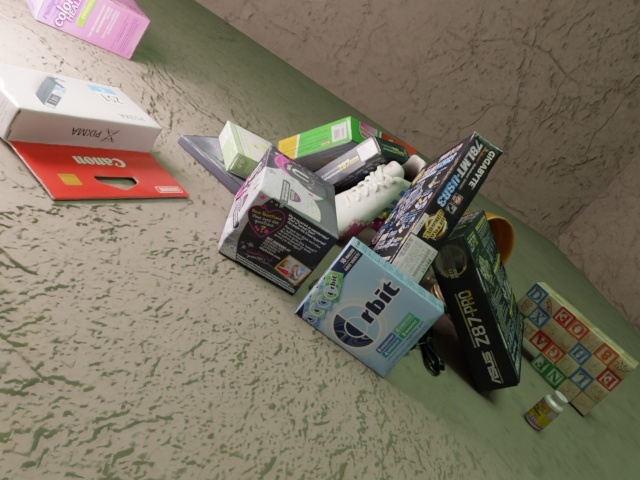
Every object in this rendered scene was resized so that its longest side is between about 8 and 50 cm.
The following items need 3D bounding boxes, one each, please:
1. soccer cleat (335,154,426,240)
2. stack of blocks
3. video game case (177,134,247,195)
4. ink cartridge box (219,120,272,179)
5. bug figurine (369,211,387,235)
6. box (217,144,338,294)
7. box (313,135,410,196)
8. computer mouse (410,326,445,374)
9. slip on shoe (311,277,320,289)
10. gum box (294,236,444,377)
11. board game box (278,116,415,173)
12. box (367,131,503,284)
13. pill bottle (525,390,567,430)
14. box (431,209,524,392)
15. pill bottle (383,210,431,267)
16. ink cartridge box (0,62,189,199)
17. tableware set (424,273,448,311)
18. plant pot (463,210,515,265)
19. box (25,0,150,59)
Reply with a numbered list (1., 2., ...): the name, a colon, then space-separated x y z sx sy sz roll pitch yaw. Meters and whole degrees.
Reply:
1. soccer cleat: 0.120 -0.115 1.370 0.331 0.143 0.116 -26 57 -34
2. stack of blocks: 0.616 0.267 1.475 0.297 0.171 0.087 47 22 27
3. video game case: -0.175 -0.169 1.327 0.196 0.026 0.274 42 20 12
4. ink cartridge box: -0.110 -0.166 1.314 0.235 0.056 0.171 23 24 -29
5. bug figurine: 0.227 -0.071 1.509 0.217 0.072 0.278 2 45 -1
6. box: -0.072 -0.048 1.062 0.163 0.142 0.247 32 20 -15
7. box: 0.092 -0.171 1.472 0.183 0.233 0.059 3 63 -57
8. computer mouse: 0.137 0.137 1.125 0.262 0.060 0.184 31 22 -17
9. slip on shoe: 0.035 0.089 1.022 0.052 0.041 0.135 -19 31 -33
10. gum box: 0.078 0.110 0.946 0.184 0.157 0.041 37 21 -2
11. board game box: 0.079 -0.233 1.597 0.317 0.242 0.064 12 72 -51
12. box: 0.186 -0.039 1.108 0.073 0.293 0.295 37 -9 -4
13. pill bottle: 0.458 0.342 1.176 0.043 0.083 0.043 33 20 -14
14. box: 0.360 0.112 1.299 0.395 0.097 0.317 -28 99 -67
15. pill bottle: 0.258 -0.031 1.605 0.118 0.117 0.208 16 29 -45
16. ink cartridge box: -0.374 -0.174 0.949 0.261 0.066 0.296 42 21 17
17. tableware set: 0.327 0.136 1.477 0.128 0.039 0.194 55 30 13
18. plant pot: 0.462 -0.008 1.812 0.205 0.205 0.188 23 9 -34
19. box: -0.580 -0.584 1.420 0.243 0.117 0.213 12 32 -48
